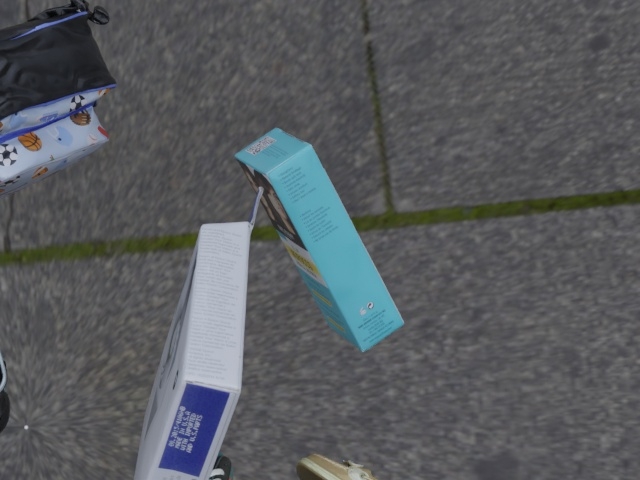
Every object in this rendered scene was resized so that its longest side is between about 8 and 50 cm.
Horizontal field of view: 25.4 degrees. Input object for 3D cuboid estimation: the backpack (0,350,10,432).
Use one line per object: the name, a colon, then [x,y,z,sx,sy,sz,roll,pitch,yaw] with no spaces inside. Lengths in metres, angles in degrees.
backpack: [-0.404,0.093,1.213,0.225,0.191,0.253,-26,74,-23]

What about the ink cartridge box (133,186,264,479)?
ink cartridge box: [-0.098,0.102,1.061,0.045,0.223,0.224,14,38,-9]

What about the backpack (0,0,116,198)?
backpack: [-0.397,-0.152,1.672,0.276,0.263,0.213,-22,99,-50]

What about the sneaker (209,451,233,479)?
sneaker: [-0.157,0.332,1.779,0.108,0.302,0.121,-9,95,-5]

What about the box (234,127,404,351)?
box: [0.000,0.000,1.557,0.060,0.100,0.244,-34,116,-12]

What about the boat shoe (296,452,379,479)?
boat shoe: [0.051,0.229,1.263,0.153,0.056,0.048,28,59,9]
